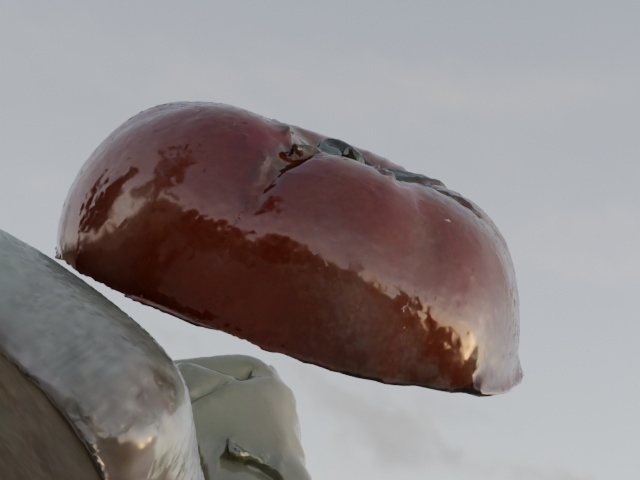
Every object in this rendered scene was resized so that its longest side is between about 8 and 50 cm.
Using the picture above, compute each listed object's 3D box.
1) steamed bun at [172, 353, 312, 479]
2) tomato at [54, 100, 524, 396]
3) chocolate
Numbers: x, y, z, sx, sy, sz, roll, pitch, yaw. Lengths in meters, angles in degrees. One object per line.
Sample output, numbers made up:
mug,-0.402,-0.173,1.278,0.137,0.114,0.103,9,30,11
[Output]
steamed bun,-0.137,0.233,1.043,0.219,0.324,0.310,9,-23,-20
tomato,-0.001,-0.003,0.710,0.225,0.085,0.225,18,4,-1
chocolate,-0.108,0.110,0.694,0.185,0.100,0.303,36,-31,31
